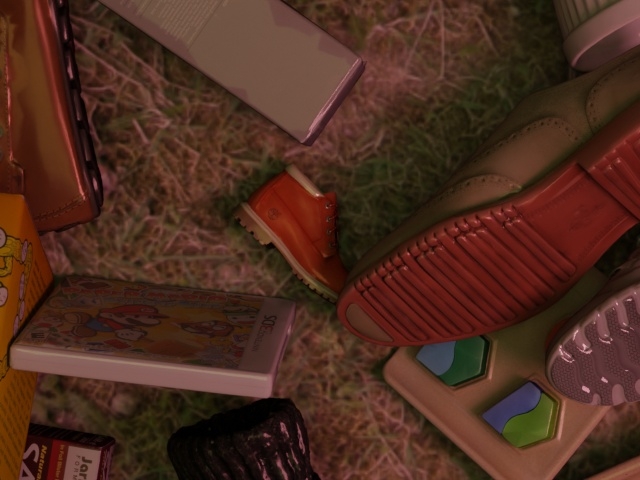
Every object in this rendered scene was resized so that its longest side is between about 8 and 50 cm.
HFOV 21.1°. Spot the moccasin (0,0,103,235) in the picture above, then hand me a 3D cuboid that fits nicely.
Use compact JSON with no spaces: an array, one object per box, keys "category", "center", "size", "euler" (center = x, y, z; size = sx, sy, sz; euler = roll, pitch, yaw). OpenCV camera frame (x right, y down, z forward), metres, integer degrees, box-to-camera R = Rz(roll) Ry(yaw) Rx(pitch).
[{"category":"moccasin","center":[-0.303,-0.190,1.591],"size":[0.147,0.139,0.380],"euler":[-10,101,-5]}]

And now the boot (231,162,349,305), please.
[{"category":"boot","center":[0.000,0.000,1.609],"size":[0.084,0.059,0.158],"euler":[-45,88,-1]}]

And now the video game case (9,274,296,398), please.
[{"category":"video game case","center":[-0.144,0.083,1.546],"size":[0.227,0.206,0.026],"euler":[6,107,4]}]

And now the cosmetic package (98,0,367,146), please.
[{"category":"cosmetic package","center":[-0.079,-0.191,1.573],"size":[0.238,0.127,0.107],"euler":[38,94,4]}]

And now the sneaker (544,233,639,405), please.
[{"category":"sneaker","center":[0.310,0.042,1.515],"size":[0.281,0.115,0.105],"euler":[-36,112,-6]}]

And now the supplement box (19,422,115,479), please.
[{"category":"supplement box","center":[-0.326,0.234,1.630],"size":[0.239,0.073,0.130],"euler":[9,91,3]}]

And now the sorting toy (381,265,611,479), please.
[{"category":"sorting toy","center":[0.183,0.102,1.577],"size":[0.193,0.038,0.208],"euler":[41,95,22]}]

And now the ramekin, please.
[{"category":"ramekin","center":[0.298,-0.239,1.512],"size":[0.207,0.207,0.109],"euler":[-20,81,4]}]

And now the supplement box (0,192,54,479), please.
[{"category":"supplement box","center":[-0.367,0.147,1.499],"size":[0.194,0.195,0.356],"euler":[6,67,2]}]

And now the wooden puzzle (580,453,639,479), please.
[{"category":"wooden puzzle","center":[0.281,0.384,1.597],"size":[0.322,0.080,0.348],"euler":[-24,95,5]}]

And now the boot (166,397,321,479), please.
[{"category":"boot","center":[0.014,0.264,1.516],"size":[0.348,0.131,0.260],"euler":[-12,93,39]}]

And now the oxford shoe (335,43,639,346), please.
[{"category":"oxford shoe","center":[0.184,-0.038,1.535],"size":[0.397,0.146,0.140],"euler":[-29,130,17]}]
